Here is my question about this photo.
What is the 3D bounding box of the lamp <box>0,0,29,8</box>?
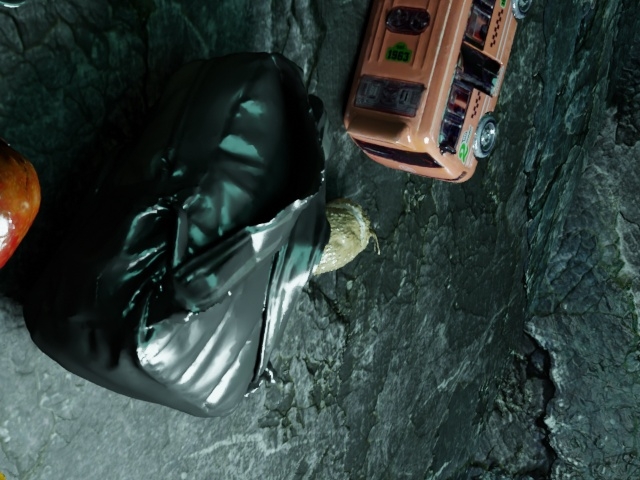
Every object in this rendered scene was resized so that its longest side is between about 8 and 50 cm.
[{"bbox_3d":[-0.349,-0.283,0.701,0.371,0.108,0.130,40,63,-43],"label":"lamp"}]

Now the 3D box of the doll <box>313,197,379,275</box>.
[{"bbox_3d":[0.001,-0.004,1.495,0.221,0.115,0.105,-14,127,-48],"label":"doll"}]

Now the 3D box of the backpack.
[{"bbox_3d":[-0.128,-0.016,1.140,0.445,0.255,0.363,-69,156,-13],"label":"backpack"}]

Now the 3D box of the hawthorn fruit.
[{"bbox_3d":[-0.345,-0.024,0.885,0.148,0.148,0.172,4,108,-59],"label":"hawthorn fruit"}]

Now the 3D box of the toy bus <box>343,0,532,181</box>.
[{"bbox_3d":[0.191,-0.323,1.548,0.233,0.203,0.427,12,94,-55],"label":"toy bus"}]

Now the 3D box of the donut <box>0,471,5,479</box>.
[{"bbox_3d":[-0.438,0.298,0.866,0.330,0.160,0.330,-38,139,-42],"label":"donut"}]
